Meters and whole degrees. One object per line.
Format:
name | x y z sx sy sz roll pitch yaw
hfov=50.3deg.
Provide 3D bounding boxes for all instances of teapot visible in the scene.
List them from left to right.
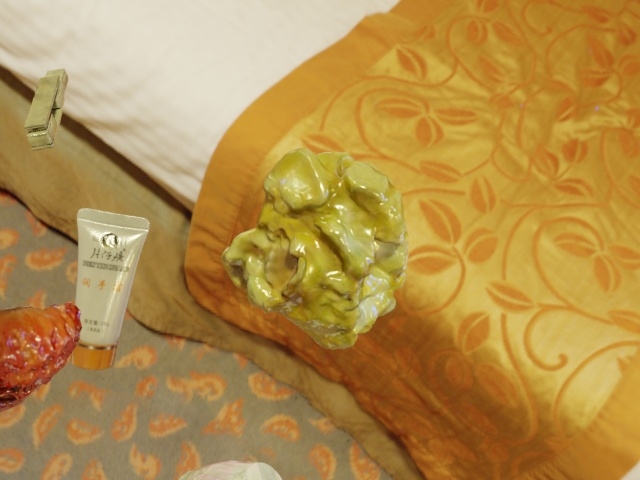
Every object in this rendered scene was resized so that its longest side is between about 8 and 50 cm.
teapot | -0.127 0.466 1.122 0.222 0.178 0.163 58 29 -8

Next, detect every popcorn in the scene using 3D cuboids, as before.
popcorn | 0.007 0.004 1.253 0.292 0.293 0.334 34 93 36

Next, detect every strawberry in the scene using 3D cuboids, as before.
strawberry | -0.282 0.110 0.592 0.121 0.188 0.082 -9 75 -51

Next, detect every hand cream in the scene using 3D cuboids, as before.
hand cream | -0.428 0.097 1.365 0.139 0.089 0.314 7 95 -8

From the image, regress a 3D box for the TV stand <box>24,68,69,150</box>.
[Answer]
TV stand | -0.471 -0.239 1.183 0.036 0.042 0.249 -12 40 -3
